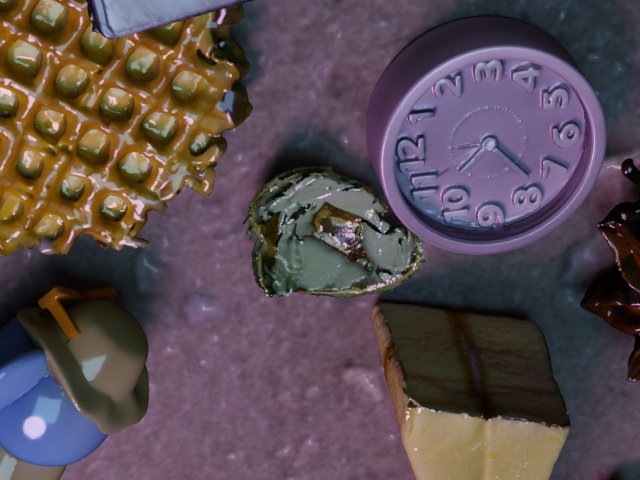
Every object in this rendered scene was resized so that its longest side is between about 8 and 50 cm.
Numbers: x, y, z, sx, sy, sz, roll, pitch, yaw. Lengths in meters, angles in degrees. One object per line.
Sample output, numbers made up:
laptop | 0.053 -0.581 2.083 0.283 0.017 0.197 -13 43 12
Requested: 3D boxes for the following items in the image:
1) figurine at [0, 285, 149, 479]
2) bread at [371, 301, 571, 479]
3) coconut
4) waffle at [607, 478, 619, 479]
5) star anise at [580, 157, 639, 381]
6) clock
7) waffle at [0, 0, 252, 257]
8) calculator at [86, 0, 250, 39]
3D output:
figurine | -0.261 0.147 1.436 0.262 0.154 0.180 -37 133 5
bread | 0.105 0.208 1.525 0.163 0.168 0.264 9 118 -14
coconut | 0.000 -0.004 1.451 0.133 0.055 0.158 -37 117 19
waffle | 0.281 0.394 1.716 0.297 0.073 0.317 -44 110 8
star anise | 0.341 0.041 1.491 0.190 0.126 0.220 26 129 22
clock | 0.140 -0.088 1.423 0.196 0.068 0.197 -4 120 -7
waffle | -0.200 -0.128 1.341 0.329 0.062 0.329 -5 116 -10
calculator | -0.068 -0.260 1.274 0.261 0.021 0.161 -19 109 -12
